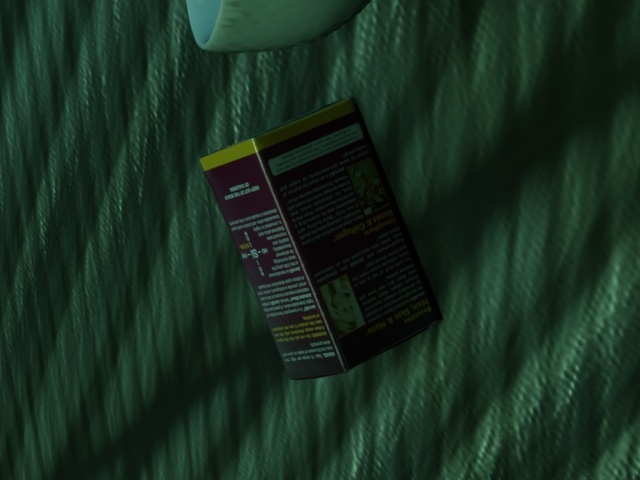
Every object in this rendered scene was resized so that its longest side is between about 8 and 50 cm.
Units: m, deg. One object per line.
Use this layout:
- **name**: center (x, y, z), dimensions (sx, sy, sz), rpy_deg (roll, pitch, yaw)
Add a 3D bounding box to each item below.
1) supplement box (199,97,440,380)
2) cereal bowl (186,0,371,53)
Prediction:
- **supplement box**: center (0.000, 0.000, 1.164), dimensions (0.081, 0.104, 0.188), rpy_deg (-15, 99, 54)
- **cereal bowl**: center (-0.004, -0.279, 0.917), dimensions (0.339, 0.141, 0.339), rpy_deg (180, 90, -80)
